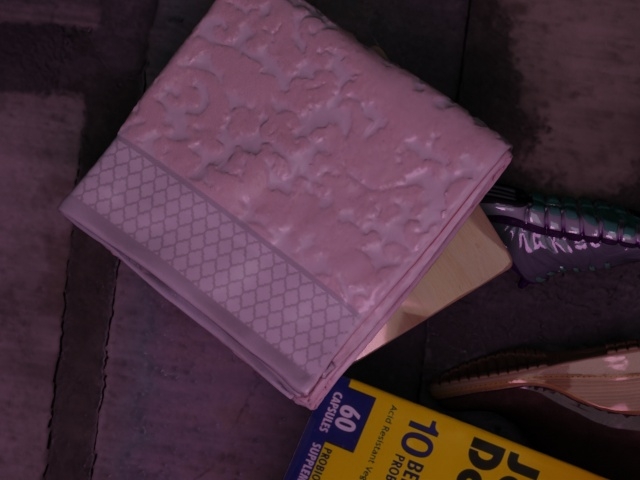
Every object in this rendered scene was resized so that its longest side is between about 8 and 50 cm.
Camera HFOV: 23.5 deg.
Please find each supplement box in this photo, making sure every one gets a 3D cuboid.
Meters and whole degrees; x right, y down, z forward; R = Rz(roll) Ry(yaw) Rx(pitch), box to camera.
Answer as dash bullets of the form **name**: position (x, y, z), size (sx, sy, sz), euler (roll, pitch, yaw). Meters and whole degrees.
- **supplement box**: position (0.143, 0.292, 1.467), size (0.356, 0.195, 0.194), euler (20, 77, 15)

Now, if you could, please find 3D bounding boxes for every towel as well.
- **towel**: position (-0.039, -0.058, 1.466), size (0.332, 0.053, 0.317), euler (37, 85, 15)

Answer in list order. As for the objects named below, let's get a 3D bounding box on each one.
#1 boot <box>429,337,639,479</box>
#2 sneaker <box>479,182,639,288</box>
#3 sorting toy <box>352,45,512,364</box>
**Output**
- **boot**: position (0.246, 0.214, 1.573), size (0.248, 0.090, 0.207), euler (-8, 102, 16)
- **sneaker**: position (0.253, 0.008, 1.590), size (0.223, 0.083, 0.098), euler (13, 111, 6)
- **sorting toy**: position (0.017, -0.017, 1.548), size (0.255, 0.089, 0.257), euler (-32, 86, 2)
